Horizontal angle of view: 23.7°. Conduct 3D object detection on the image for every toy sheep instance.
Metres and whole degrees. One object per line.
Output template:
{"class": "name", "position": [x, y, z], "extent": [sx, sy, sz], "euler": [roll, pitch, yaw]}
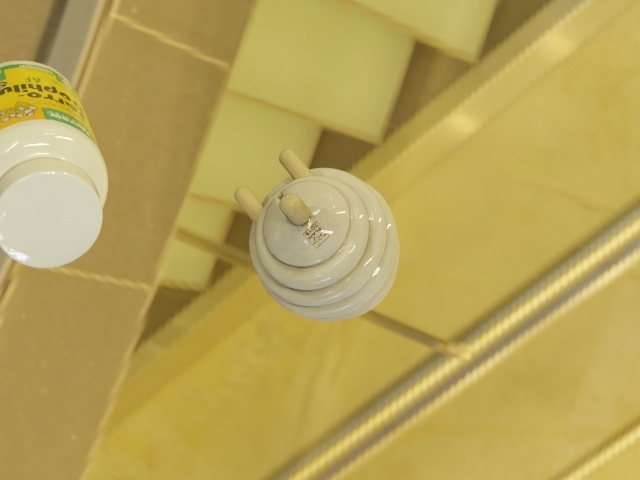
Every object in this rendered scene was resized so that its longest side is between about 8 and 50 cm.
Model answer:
{"class": "toy sheep", "position": [0.000, 0.000, 0.834], "extent": [0.091, 0.091, 0.132], "euler": [-65, 154, -5]}

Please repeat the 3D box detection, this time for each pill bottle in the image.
{"class": "pill bottle", "position": [-0.244, -0.063, 1.284], "extent": [0.117, 0.208, 0.118], "euler": [-8, 120, -14]}
